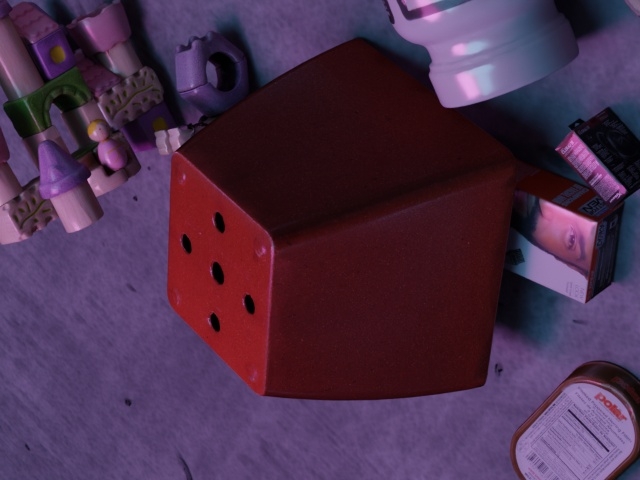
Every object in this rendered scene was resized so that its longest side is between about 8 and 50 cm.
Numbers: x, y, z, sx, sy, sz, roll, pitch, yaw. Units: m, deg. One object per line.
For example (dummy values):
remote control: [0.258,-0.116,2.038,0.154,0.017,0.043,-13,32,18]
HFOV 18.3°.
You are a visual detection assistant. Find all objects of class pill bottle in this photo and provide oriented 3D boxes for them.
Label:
pill bottle: [0.116,-0.268,1.722,0.162,0.162,0.278,-11,106,45]

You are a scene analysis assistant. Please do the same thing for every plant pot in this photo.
plant pot: [0.000,0.000,1.875,0.267,0.236,0.267,41,137,42]

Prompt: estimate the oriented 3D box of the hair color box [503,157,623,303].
hair color box: [0.198,-0.018,1.870,0.167,0.053,0.093,24,126,30]

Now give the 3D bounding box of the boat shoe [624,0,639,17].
boat shoe: [0.394,-0.168,1.575,0.355,0.132,0.130,36,108,27]

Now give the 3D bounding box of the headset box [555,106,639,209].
headset box: [0.256,-0.077,1.775,0.083,0.062,0.032,48,135,9]

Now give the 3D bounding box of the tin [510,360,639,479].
tin: [0.258,0.196,1.952,0.106,0.040,0.189,44,135,9]

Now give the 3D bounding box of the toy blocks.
toy blocks: [-0.284,-0.170,2.047,0.309,0.288,0.260,-8,113,48]
